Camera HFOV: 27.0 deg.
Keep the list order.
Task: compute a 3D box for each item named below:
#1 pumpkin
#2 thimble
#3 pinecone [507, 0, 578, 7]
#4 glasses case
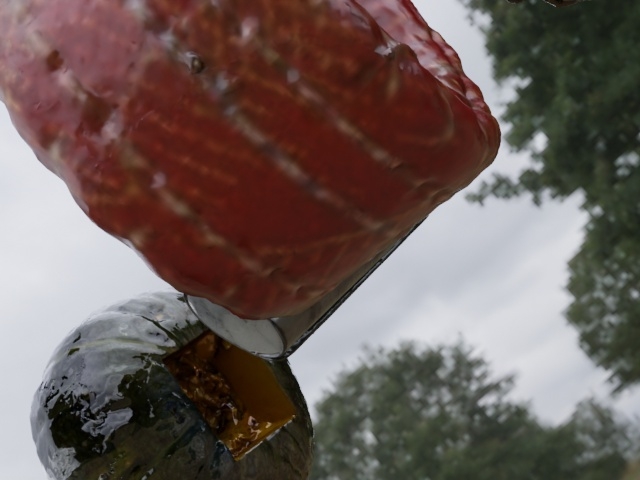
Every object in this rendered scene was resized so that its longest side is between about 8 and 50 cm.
[{"bbox_3d":[-0.148,0.196,1.429,0.192,0.320,0.320,-35,-10,37],"label":"pumpkin"},{"bbox_3d":[-0.060,-0.127,0.962,0.230,0.350,0.350,-43,-16,14],"label":"thimble"},{"bbox_3d":[0.221,-0.332,1.227,0.257,0.243,0.243,-18,4,46],"label":"pinecone"},{"bbox_3d":[0.000,0.000,1.271,0.299,0.114,0.060,-41,-24,-46],"label":"glasses case"}]
